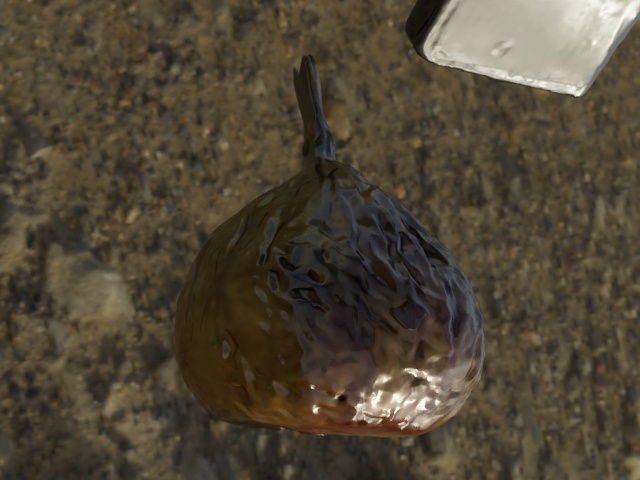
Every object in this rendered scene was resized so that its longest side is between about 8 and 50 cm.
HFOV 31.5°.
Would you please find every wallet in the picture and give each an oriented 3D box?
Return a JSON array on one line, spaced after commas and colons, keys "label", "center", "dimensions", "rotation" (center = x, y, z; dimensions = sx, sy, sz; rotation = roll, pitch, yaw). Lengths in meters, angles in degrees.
[{"label": "wallet", "center": [0.184, -0.218, 0.707], "dimensions": [0.165, 0.309, 0.042], "rotation": [7, 47, -27]}]

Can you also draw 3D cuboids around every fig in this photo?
[{"label": "fig", "center": [0.000, 0.000, 1.044], "dimensions": [0.286, 0.286, 0.369], "rotation": [7, 77, -59]}]
